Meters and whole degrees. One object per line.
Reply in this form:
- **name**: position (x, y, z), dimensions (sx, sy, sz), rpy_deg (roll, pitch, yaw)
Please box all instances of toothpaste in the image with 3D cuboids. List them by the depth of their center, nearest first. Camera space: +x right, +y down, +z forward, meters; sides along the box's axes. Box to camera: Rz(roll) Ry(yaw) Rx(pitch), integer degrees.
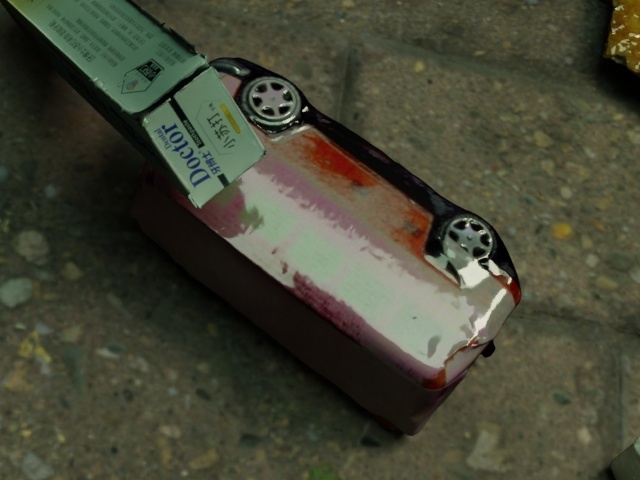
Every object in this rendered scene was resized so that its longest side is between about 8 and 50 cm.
- **toothpaste**: position (-0.147, -0.132, 0.912), dimensions (0.071, 0.089, 0.313), rpy_deg (-39, 41, -9)

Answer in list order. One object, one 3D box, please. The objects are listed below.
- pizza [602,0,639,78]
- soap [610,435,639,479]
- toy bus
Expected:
- **pizza**: position (0.339, -0.158, 1.164), dimensions (0.271, 0.056, 0.134), rpy_deg (44, 57, 11)
- **soap**: position (0.305, 0.219, 0.927), dimensions (0.121, 0.064, 0.183), rpy_deg (-13, 65, -24)
- **toy bus**: position (0.000, 0.000, 0.940), dimensions (0.302, 0.127, 0.147), rpy_deg (36, 61, 8)
